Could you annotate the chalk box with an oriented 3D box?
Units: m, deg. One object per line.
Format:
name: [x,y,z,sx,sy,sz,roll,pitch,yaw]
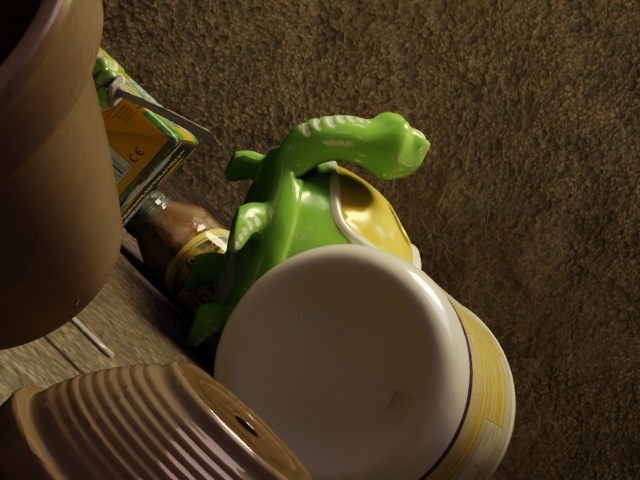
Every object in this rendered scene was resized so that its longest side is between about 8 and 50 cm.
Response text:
chalk box: [-0.251,-0.097,1.662,0.179,0.180,0.289,43,1,-1]

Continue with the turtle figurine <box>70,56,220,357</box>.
turtle figurine: [-0.248,-0.086,1.357,0.266,0.198,0.275,36,2,-28]

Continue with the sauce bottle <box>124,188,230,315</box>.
sauce bottle: [-0.137,0.037,1.988,0.344,0.111,0.111,41,3,-3]

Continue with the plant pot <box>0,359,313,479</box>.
plant pot: [-0.080,0.152,0.986,0.237,0.110,0.237,44,3,-3]

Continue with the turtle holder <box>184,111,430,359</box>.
turtle holder: [-0.005,0.005,1.833,0.227,0.320,0.243,18,-1,-11]

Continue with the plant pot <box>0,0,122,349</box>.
plant pot: [-0.230,-0.057,0.991,0.263,0.263,0.229,45,-14,39]

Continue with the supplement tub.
supplement tub: [0.058,0.151,1.592,0.241,0.241,0.331,44,3,22]
